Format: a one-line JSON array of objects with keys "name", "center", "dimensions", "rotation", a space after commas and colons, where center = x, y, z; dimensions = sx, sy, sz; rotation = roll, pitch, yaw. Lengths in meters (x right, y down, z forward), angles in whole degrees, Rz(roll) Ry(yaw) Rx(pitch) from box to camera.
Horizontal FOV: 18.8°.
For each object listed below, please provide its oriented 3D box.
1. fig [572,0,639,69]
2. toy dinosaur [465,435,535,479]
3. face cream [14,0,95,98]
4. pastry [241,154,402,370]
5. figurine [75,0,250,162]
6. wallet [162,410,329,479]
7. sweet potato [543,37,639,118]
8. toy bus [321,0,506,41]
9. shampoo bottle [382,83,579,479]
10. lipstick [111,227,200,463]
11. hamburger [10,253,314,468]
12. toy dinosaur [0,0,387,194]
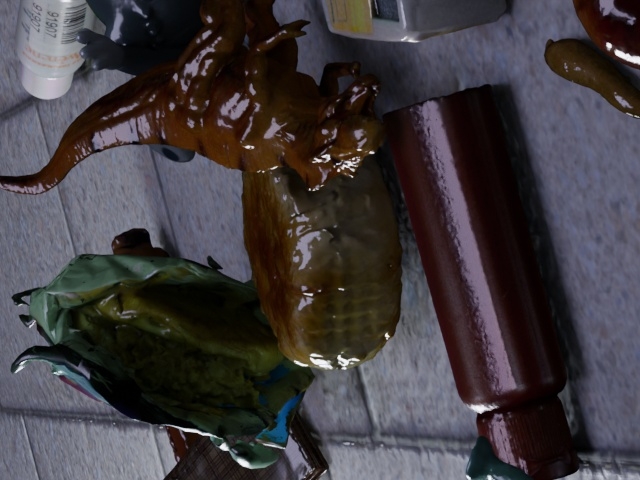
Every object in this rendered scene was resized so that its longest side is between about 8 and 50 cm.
[{"name": "fig", "center": [0.174, -0.122, 1.012], "dimensions": [0.125, 0.089, 0.089], "rotation": [68, 180, -73]}, {"name": "toy dinosaur", "center": [0.221, 0.252, 1.143], "dimensions": [0.331, 0.129, 0.383], "rotation": [23, 166, 18]}, {"name": "face cream", "center": [-0.269, -0.238, 1.987], "dimensions": [0.082, 0.082, 0.269], "rotation": [65, 157, 24]}, {"name": "pastry", "center": [0.000, 0.000, 1.472], "dimensions": [0.182, 0.093, 0.192], "rotation": [-122, 24, -50]}, {"name": "figurine", "center": [-0.118, -0.168, 1.590], "dimensions": [0.265, 0.193, 0.140], "rotation": [47, 113, 11]}, {"name": "wallet", "center": [-0.083, 0.229, 1.791], "dimensions": [0.230, 0.042, 0.124], "rotation": [-50, 60, 33]}, {"name": "sweet potato", "center": [0.159, -0.096, 1.119], "dimensions": [0.115, 0.026, 0.026], "rotation": [45, 144, 51]}, {"name": "toy bus", "center": [0.031, -0.295, 1.199], "dimensions": [0.138, 0.097, 0.342], "rotation": [23, 125, 60]}, {"name": "shampoo bottle", "center": [0.108, 0.032, 1.270], "dimensions": [0.102, 0.064, 0.260], "rotation": [-15, 91, 67]}, {"name": "lipstick", "center": [-0.123, 0.178, 1.911], "dimensions": [0.077, 0.077, 0.418], "rotation": [119, 133, -60]}, {"name": "hamburger", "center": [-0.115, 0.069, 1.601], "dimensions": [0.276, 0.261, 0.150], "rotation": [-125, 55, -73]}, {"name": "toy dinosaur", "center": [-0.073, -0.124, 1.428], "dimensions": [0.432, 0.097, 0.208], "rotation": [1, 68, 51]}]
